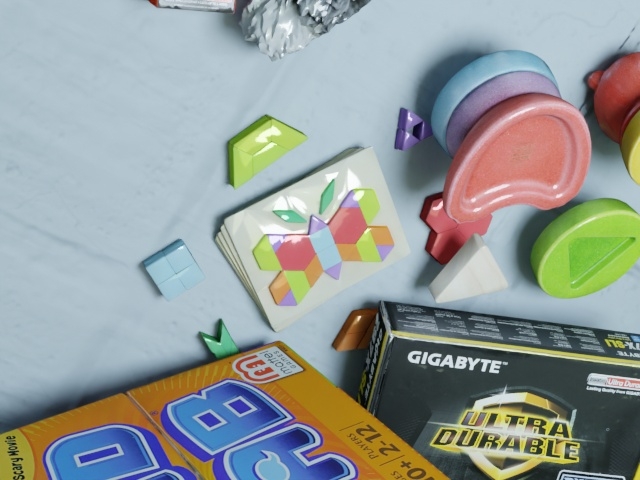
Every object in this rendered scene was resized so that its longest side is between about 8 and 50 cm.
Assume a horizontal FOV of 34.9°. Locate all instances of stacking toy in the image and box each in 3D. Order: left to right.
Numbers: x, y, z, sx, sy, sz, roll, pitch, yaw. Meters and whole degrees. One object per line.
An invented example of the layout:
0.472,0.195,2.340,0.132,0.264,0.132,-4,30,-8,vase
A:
0.238,-0.077,1.071,0.309,0.130,0.279,-2,134,-23,stacking toy

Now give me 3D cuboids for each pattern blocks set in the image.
0.000,0.000,1.037,0.325,0.026,0.285,-41,119,-2,pattern blocks set

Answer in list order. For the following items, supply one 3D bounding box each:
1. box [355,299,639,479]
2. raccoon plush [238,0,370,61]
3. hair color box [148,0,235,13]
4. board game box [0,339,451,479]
0.195,0.211,1.117,0.322,0.079,0.257,9,116,-9,box
0.063,-0.382,0.817,0.446,0.216,0.299,-37,112,-4,raccoon plush
-0.105,-0.270,0.875,0.072,0.043,0.141,-1,110,-21,hair color box
-0.088,0.365,0.909,0.356,0.356,0.356,-17,121,-31,board game box
